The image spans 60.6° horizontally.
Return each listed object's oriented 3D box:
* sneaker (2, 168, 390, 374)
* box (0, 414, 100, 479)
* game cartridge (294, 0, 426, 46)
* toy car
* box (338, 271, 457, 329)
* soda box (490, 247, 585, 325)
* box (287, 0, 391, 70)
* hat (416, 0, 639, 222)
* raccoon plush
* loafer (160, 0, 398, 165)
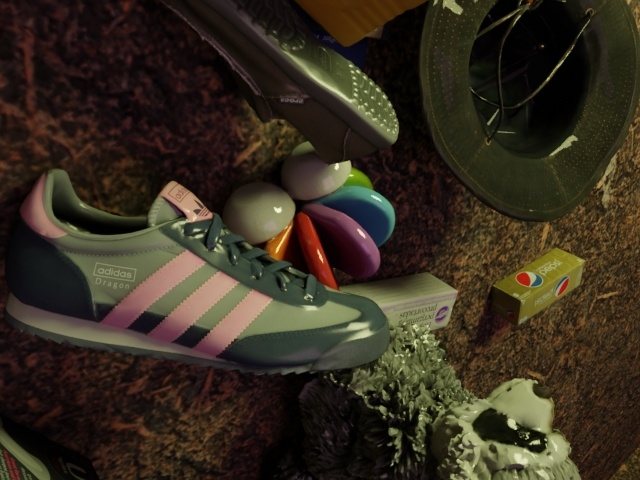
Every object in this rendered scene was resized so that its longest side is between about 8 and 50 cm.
[{"bbox_3d":[-0.090,0.024,0.445,0.318,0.112,0.131,8,102,-8],"label":"sneaker"},{"bbox_3d":[-0.299,0.230,0.428,0.143,0.165,0.270,-46,134,-12],"label":"box"},{"bbox_3d":[0.042,-0.277,0.308,0.285,0.323,0.053,31,55,-36],"label":"game cartridge"},{"bbox_3d":[0.000,0.000,0.565,0.182,0.136,0.159,-38,132,-16],"label":"toy car"},{"bbox_3d":[0.044,0.098,0.705,0.324,0.067,0.063,-6,118,-38],"label":"box"},{"bbox_3d":[0.388,0.079,0.977,0.181,0.061,0.058,-23,126,-28],"label":"soda box"},{"bbox_3d":[0.019,-0.271,0.502,0.136,0.036,0.225,-8,119,-36],"label":"box"},{"bbox_3d":[0.213,-0.184,0.639,0.331,0.134,0.332,-5,100,-27],"label":"hat"},{"bbox_3d":[0.116,0.315,0.669,0.216,0.299,0.447,-6,129,-37],"label":"raccoon plush"},{"bbox_3d":[-0.044,-0.143,0.460,0.251,0.094,0.087,37,126,-24],"label":"loafer"}]
